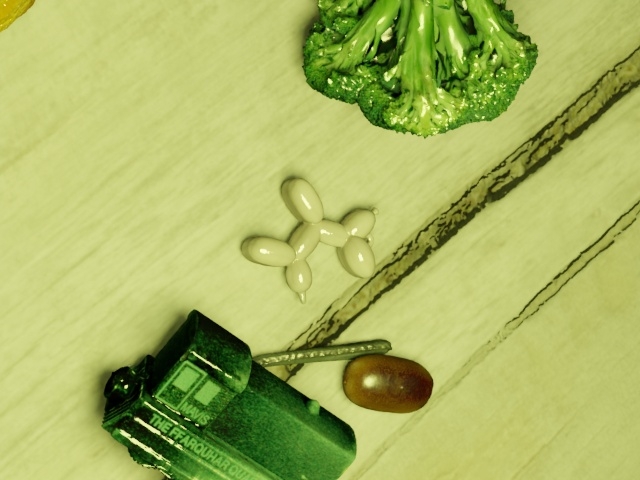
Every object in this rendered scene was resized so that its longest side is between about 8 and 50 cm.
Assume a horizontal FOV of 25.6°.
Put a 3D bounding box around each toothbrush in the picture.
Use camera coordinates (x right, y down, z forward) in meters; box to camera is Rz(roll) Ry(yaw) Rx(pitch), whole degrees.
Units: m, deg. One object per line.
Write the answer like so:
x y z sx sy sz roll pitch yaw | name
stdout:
-0.047 0.149 1.799 0.297 0.030 0.030 -4 81 -20 | toothbrush

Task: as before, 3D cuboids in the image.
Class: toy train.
-0.099 0.230 1.696 0.330 0.138 0.178 35 106 -16 | toy train

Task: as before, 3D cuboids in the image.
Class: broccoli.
0.127 -0.255 1.758 0.245 0.294 0.265 75 30 -41 | broccoli

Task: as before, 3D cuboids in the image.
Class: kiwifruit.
0.086 0.186 1.824 0.124 0.075 0.075 7 86 -23 | kiwifruit

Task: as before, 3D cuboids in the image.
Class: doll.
0.000 0.000 1.803 0.160 0.059 0.161 39 76 -15 | doll

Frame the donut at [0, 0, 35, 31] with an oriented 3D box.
-0.436 -0.342 1.631 0.253 0.118 0.253 8 74 -29 | donut
